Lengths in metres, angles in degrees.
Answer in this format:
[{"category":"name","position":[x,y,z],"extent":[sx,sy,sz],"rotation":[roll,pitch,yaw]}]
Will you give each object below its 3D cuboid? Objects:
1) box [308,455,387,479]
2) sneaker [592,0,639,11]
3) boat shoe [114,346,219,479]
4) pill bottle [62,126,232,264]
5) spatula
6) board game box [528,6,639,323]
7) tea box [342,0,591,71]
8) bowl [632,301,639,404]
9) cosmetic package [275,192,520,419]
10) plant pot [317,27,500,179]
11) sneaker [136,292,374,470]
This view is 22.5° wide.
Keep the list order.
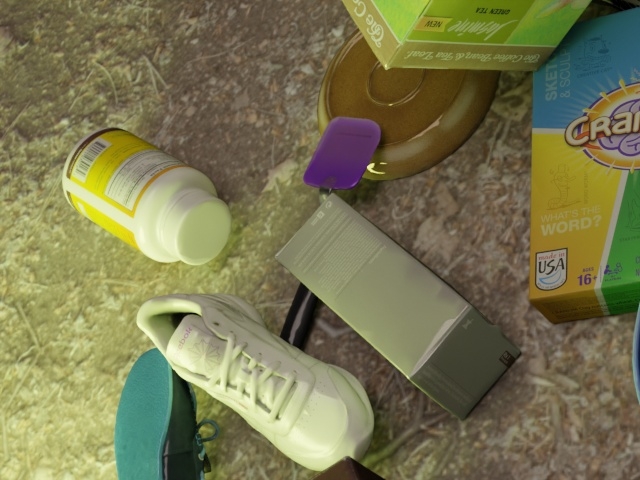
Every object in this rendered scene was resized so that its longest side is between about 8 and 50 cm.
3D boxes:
[{"category":"box","position":[0.043,0.412,1.465],"extent":[0.191,0.143,0.381],"rotation":[-34,52,14]},{"category":"sneaker","position":[0.324,-0.269,1.719],"extent":[0.109,0.040,0.043],"rotation":[34,84,41]},{"category":"boat shoe","position":[-0.167,0.246,1.735],"extent":[0.109,0.089,0.258],"rotation":[-20,60,40]},{"category":"pill bottle","position":[-0.202,-0.049,1.898],"extent":[0.215,0.117,0.117],"rotation":[30,83,41]},{"category":"spatula","position":[0.000,0.000,1.777],"extent":[0.084,0.030,0.296],"rotation":[8,79,39]},{"category":"board game box","position":[0.330,-0.088,1.597],"extent":[0.242,0.064,0.316],"rotation":[-12,59,29]},{"category":"tea box","position":[0.145,-0.391,1.592],"extent":[0.329,0.220,0.323],"rotation":[61,137,30]},{"category":"bowl","position":[0.458,0.083,1.331],"extent":[0.391,0.077,0.391],"rotation":[-14,59,24]},{"category":"cosmetic package","position":[0.078,0.065,1.642],"extent":[0.107,0.127,0.238],"rotation":[-47,47,2]},{"category":"plant pot","position":[0.092,-0.181,1.832],"extent":[0.236,0.032,0.236],"rotation":[-17,56,26]},{"category":"sneaker","position":[-0.076,0.147,1.672],"extent":[0.305,0.152,0.114],"rotation":[32,100,38]}]
